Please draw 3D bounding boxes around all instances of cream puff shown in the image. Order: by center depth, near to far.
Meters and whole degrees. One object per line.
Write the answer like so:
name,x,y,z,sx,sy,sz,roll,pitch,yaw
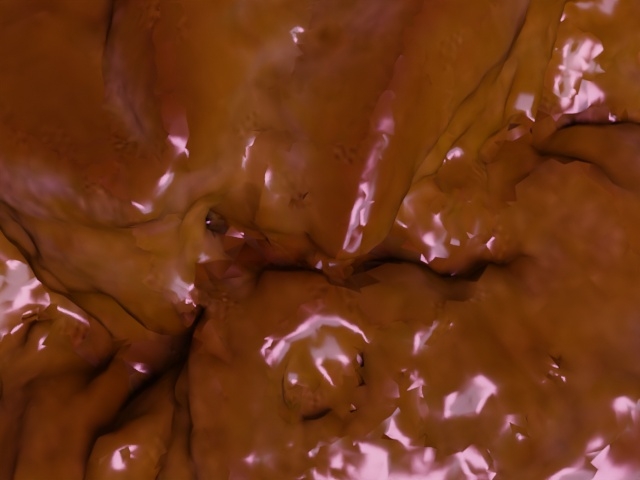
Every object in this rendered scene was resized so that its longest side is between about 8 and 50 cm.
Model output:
cream puff,0.004,-0.008,0.535,0.323,0.270,0.274,-31,125,-12
